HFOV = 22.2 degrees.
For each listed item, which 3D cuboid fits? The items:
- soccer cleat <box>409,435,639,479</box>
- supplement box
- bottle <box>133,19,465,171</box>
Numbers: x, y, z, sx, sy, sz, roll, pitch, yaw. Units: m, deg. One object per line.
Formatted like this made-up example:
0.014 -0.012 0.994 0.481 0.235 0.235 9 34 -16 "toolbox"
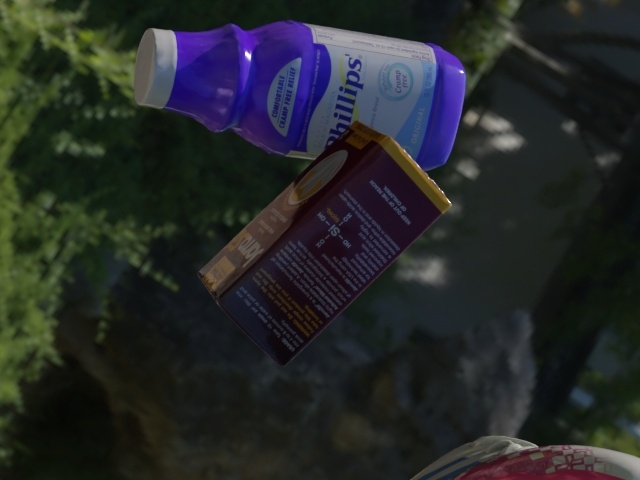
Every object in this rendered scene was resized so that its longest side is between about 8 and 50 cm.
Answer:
0.121 0.168 1.038 0.331 0.116 0.143 -34 -164 53 "soccer cleat"
0.000 0.000 1.306 0.188 0.081 0.104 -44 -163 -2 "supplement box"
-0.018 -0.131 1.413 0.092 0.283 0.118 -138 -122 -65 "bottle"
